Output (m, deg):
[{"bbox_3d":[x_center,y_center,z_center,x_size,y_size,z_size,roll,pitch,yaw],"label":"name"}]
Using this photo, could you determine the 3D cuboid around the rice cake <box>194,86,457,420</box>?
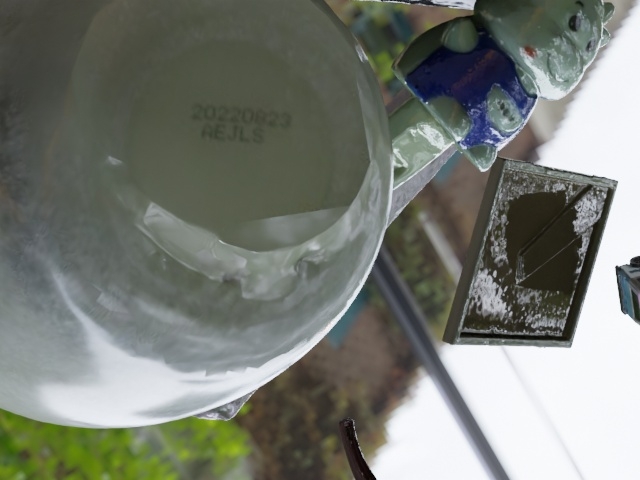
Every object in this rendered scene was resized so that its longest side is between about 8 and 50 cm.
[{"bbox_3d":[0.000,0.000,1.624,0.072,0.056,0.365,29,-112,33],"label":"rice cake"}]

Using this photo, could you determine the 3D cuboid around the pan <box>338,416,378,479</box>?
[{"bbox_3d":[0.061,0.296,2.178,0.115,0.212,0.040,-5,170,-45],"label":"pan"}]

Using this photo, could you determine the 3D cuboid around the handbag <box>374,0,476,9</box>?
[{"bbox_3d":[0.079,-0.230,1.348,0.247,0.223,0.080,110,-16,-64],"label":"handbag"}]

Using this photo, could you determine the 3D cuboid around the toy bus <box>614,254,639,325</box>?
[{"bbox_3d":[0.370,0.046,2.012,0.123,0.060,0.075,-15,-155,-7],"label":"toy bus"}]

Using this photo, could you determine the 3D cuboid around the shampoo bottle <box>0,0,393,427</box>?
[{"bbox_3d":[-0.125,-0.042,1.235,0.322,0.322,0.317,-40,-158,-24],"label":"shampoo bottle"}]

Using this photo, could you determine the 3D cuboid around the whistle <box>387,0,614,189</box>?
[{"bbox_3d":[0.109,-0.108,1.370,0.244,0.110,0.092,-40,-135,2],"label":"whistle"}]

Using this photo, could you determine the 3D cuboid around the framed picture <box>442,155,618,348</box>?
[{"bbox_3d":[0.208,0.017,1.921,0.016,0.184,0.250,19,-172,32],"label":"framed picture"}]
